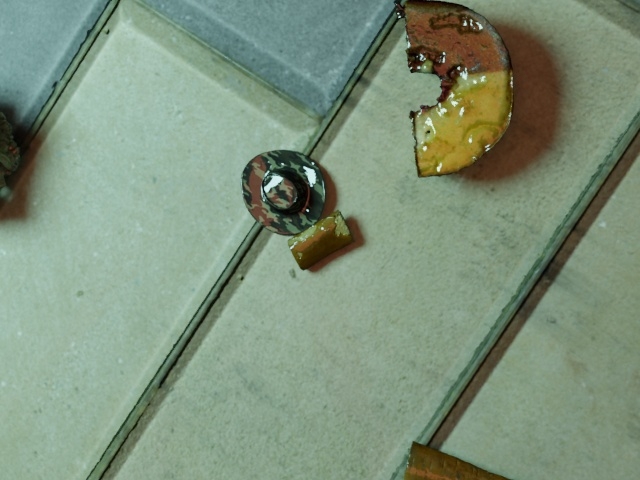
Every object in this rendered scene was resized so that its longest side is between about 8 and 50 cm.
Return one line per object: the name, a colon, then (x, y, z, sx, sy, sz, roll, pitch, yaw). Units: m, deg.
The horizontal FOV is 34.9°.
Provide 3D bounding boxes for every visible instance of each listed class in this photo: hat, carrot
hat: (-0.051, -0.065, 1.307, 0.121, 0.050, 0.121, 0, 88, 11)
carrot: (0.207, 0.308, 1.265, 0.210, 0.061, 0.061, 15, 91, 5)

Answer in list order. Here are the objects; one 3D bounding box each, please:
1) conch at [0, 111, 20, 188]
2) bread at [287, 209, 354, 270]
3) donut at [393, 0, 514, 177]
conch: (-0.487, -0.113, 1.325, 0.245, 0.163, 0.178, -19, 68, 37)
bread: (0.000, 0.000, 1.306, 0.083, 0.036, 0.047, -30, 101, 6)
donut: (0.166, -0.185, 1.260, 0.141, 0.085, 0.217, -1, 90, 8)
